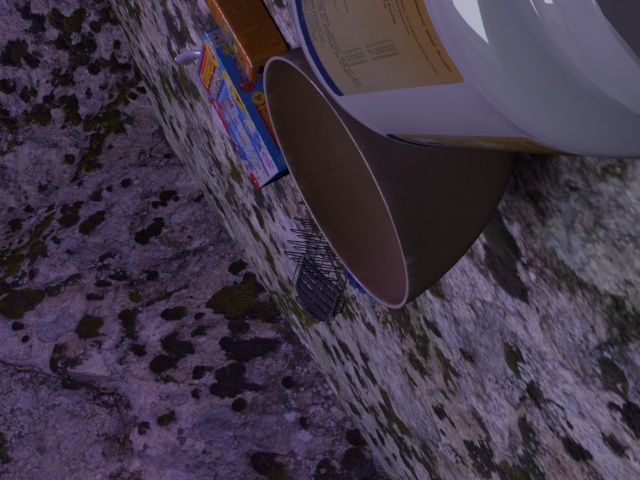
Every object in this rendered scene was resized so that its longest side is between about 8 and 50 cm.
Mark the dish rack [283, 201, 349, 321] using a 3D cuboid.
[{"bbox_3d":[0.000,0.000,1.391,0.208,0.074,0.271,39,116,62],"label":"dish rack"}]

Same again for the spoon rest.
[{"bbox_3d":[-0.237,-0.344,1.855,0.276,0.084,0.137,56,-160,11],"label":"spoon rest"}]

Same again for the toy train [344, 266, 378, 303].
[{"bbox_3d":[0.088,0.038,1.398,0.184,0.080,0.105,39,148,61],"label":"toy train"}]

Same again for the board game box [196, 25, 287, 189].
[{"bbox_3d":[-0.144,-0.273,1.637,0.301,0.086,0.308,62,168,-3],"label":"board game box"}]

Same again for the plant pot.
[{"bbox_3d":[0.091,-0.098,0.821,0.284,0.191,0.284,56,166,22],"label":"plant pot"}]

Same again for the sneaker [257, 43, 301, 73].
[{"bbox_3d":[-0.010,-0.204,1.212,0.223,0.098,0.083,56,166,28],"label":"sneaker"}]

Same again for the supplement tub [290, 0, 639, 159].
[{"bbox_3d":[0.127,-0.163,0.447,0.228,0.228,0.316,65,167,-15],"label":"supplement tub"}]

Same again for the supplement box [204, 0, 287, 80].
[{"bbox_3d":[-0.145,-0.403,1.384,0.233,0.080,0.078,58,170,6],"label":"supplement box"}]
